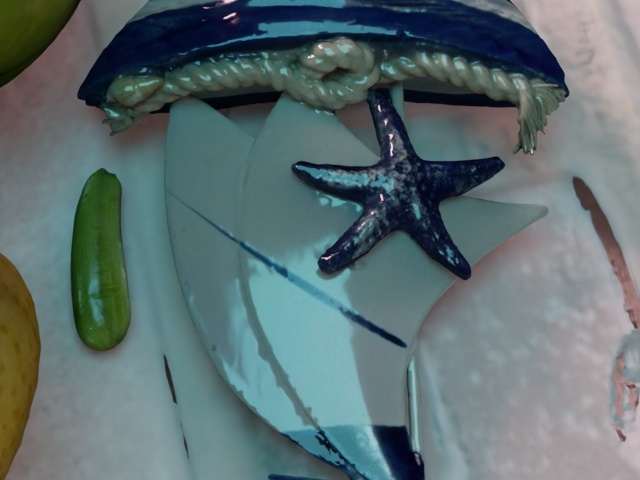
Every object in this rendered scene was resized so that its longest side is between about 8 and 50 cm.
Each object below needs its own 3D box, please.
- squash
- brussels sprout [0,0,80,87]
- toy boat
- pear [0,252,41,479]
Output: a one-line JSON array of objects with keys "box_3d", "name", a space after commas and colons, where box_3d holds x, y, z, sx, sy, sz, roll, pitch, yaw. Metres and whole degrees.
[{"box_3d": [-0.101, 0.008, 0.854, 0.027, 0.027, 0.089, -4, 65, -5], "name": "squash"}, {"box_3d": [-0.235, -0.152, 0.820, 0.271, 0.210, 0.219, -15, 92, -3], "name": "brussels sprout"}, {"box_3d": [0.026, -0.016, 0.851, 0.210, 0.070, 0.292, -24, 73, -7], "name": "toy boat"}, {"box_3d": [-0.239, 0.052, 0.706, 0.271, 0.271, 0.271, 1, 67, -2], "name": "pear"}]
